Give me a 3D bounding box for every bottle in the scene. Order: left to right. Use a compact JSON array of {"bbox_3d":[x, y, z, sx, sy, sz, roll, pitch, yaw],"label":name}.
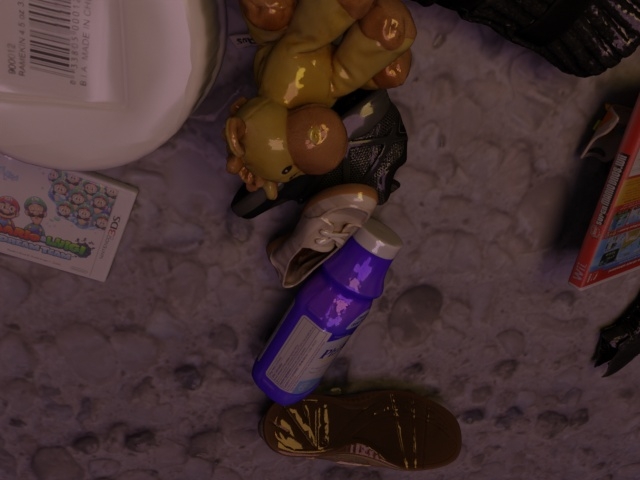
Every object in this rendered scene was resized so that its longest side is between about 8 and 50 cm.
[{"bbox_3d":[0.010,0.098,0.693,0.092,0.118,0.282,39,114,17],"label":"bottle"}]

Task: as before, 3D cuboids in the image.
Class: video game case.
[{"bbox_3d":[-0.322,-0.029,0.618,0.157,0.019,0.143,20,115,-20],"label":"video game case"},{"bbox_3d":[0.445,-0.077,0.670,0.204,0.025,0.285,-13,124,-26],"label":"video game case"}]

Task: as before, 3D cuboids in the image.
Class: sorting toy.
[{"bbox_3d":[0.378,-0.134,0.658,0.083,0.044,0.075,3,134,-24],"label":"sorting toy"}]

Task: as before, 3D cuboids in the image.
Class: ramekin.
[{"bbox_3d":[-0.227,-0.198,0.464,0.278,0.135,0.277,-4,122,-7],"label":"ramekin"}]

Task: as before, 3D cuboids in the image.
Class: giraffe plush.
[{"bbox_3d":[-0.026,-0.132,0.471,0.210,0.170,0.181,0,160,41],"label":"giraffe plush"}]

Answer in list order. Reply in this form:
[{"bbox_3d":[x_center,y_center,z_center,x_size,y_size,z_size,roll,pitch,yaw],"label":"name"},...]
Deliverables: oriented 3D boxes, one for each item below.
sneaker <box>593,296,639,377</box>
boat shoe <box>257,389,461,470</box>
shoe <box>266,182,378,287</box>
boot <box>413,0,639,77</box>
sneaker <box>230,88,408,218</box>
[{"bbox_3d":[0.516,0.154,0.846,0.089,0.051,0.170,-14,126,-6],"label":"sneaker"},{"bbox_3d":[0.067,0.313,0.847,0.342,0.121,0.110,11,156,-12],"label":"boat shoe"},{"bbox_3d":[0.000,0.000,0.602,0.077,0.058,0.219,7,155,-28],"label":"shoe"},{"bbox_3d":[0.243,-0.332,0.440,0.260,0.131,0.348,13,137,-14],"label":"boot"},{"bbox_3d":[0.008,-0.072,0.606,0.228,0.087,0.130,-34,116,8],"label":"sneaker"}]
